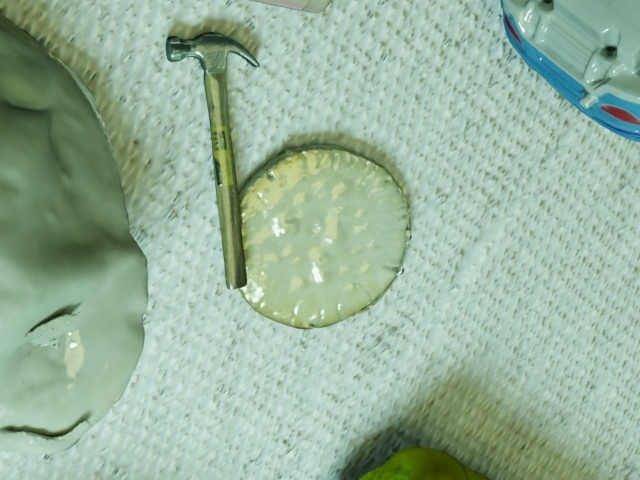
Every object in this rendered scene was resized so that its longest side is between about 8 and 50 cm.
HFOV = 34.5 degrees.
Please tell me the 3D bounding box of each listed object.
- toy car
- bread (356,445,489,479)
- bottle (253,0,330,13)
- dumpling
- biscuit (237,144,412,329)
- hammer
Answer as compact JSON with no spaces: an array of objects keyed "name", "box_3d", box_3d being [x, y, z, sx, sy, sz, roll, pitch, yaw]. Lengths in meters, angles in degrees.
[{"name":"toy car","box_3d":[0.277,-0.206,0.713,0.314,0.198,0.166,-41,151,-5]},{"name":"bread","box_3d":[0.151,0.307,0.895,0.383,0.112,0.166,36,92,-28]},{"name":"bottle","box_3d":[-0.039,-0.178,0.679,0.096,0.045,0.045,9,107,-24]},{"name":"dumpling","box_3d":[-0.246,-0.033,0.594,0.341,0.181,0.260,27,75,-5]},{"name":"biscuit","box_3d":[0.000,0.000,0.774,0.152,0.020,0.152,-7,111,-17]},{"name":"hammer","box_3d":[-0.065,-0.054,0.721,0.062,0.017,0.182,-11,106,-18]}]
